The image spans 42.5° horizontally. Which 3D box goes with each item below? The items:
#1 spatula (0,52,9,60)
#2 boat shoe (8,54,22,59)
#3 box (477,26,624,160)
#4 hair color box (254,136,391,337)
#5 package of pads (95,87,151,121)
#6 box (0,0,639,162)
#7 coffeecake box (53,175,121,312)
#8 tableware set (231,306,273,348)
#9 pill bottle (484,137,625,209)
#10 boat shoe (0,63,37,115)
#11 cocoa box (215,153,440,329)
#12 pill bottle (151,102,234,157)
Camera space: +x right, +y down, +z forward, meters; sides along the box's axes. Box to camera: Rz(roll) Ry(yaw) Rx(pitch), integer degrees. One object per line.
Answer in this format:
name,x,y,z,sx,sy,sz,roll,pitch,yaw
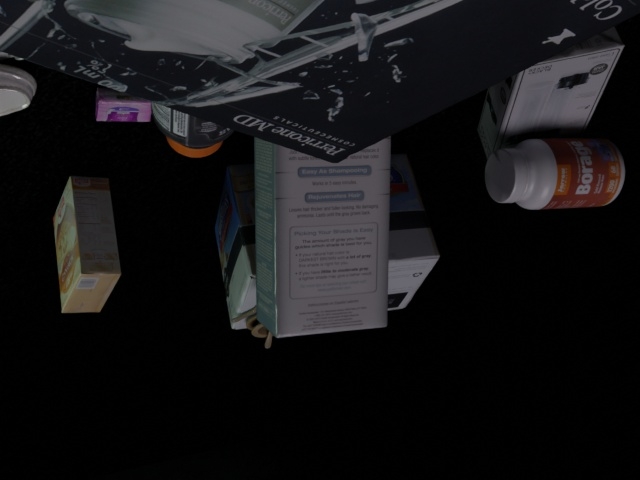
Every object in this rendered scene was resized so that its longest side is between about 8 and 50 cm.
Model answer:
spatula,-0.376,-0.277,1.018,0.242,0.019,0.168,-17,154,5
boat shoe,-0.333,-0.259,0.943,0.105,0.113,0.306,-28,142,31
box,0.370,-0.246,1.367,0.169,0.087,0.290,-12,153,-4
hair color box,0.001,-0.050,1.269,0.186,0.374,0.114,-4,-168,-20
package of pads,-0.286,-0.198,1.201,0.083,0.031,0.050,-3,150,-22
box,0.004,-0.328,0.724,0.480,0.297,0.472,13,155,-43
coffeecake box,-0.394,0.008,1.377,0.068,0.185,0.142,2,149,-30
tableware set,-0.045,0.133,1.442,0.194,0.039,0.128,-27,151,26
pill bottle,0.397,-0.113,1.402,0.216,0.121,0.121,-4,152,-22
boat shoe,-0.511,-0.163,1.077,0.277,0.096,0.098,-10,156,-4
cocoa box,0.000,0.000,1.507,0.347,0.227,0.231,-5,153,-17
pill bottle,-0.165,-0.215,1.118,0.131,0.130,0.245,-7,153,-15
